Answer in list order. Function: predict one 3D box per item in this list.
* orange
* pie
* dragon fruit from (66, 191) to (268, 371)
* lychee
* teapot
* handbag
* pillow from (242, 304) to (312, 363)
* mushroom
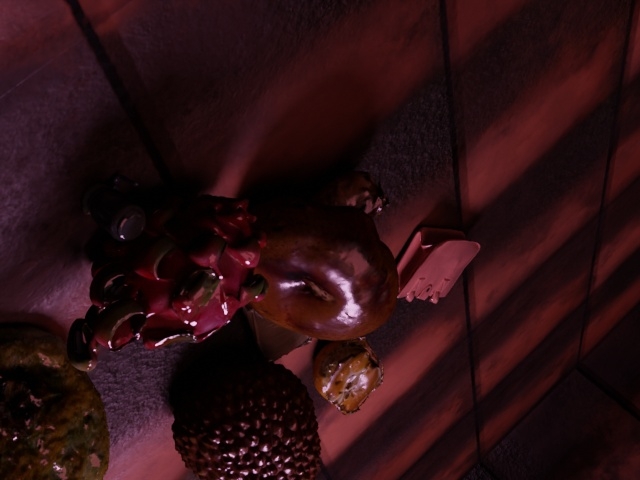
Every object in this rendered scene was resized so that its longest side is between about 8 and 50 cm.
[{"bbox_3d":[0.047,0.257,1.816,0.160,0.112,0.169,-1,104,-39],"label":"orange"},{"bbox_3d":[-0.387,0.259,1.156,0.323,0.071,0.323,-7,99,-57],"label":"pie"},{"bbox_3d":[-0.195,0.042,1.178,0.273,0.218,0.198,-12,93,-44],"label":"dragon fruit"},{"bbox_3d":[-0.110,0.335,1.547,0.271,0.271,0.271,-33,147,-25],"label":"lychee"},{"bbox_3d":[-0.246,-0.041,1.106,0.049,0.083,0.063,0,118,-50],"label":"teapot"},{"bbox_3d":[0.229,0.052,1.861,0.213,0.059,0.157,5,120,-57],"label":"handbag"},{"bbox_3d":[-0.068,0.138,1.580,0.119,0.053,0.208,-32,146,-19],"label":"pillow"},{"bbox_3d":[-0.004,0.035,1.412,0.267,0.267,0.254,-61,175,22],"label":"mushroom"}]
